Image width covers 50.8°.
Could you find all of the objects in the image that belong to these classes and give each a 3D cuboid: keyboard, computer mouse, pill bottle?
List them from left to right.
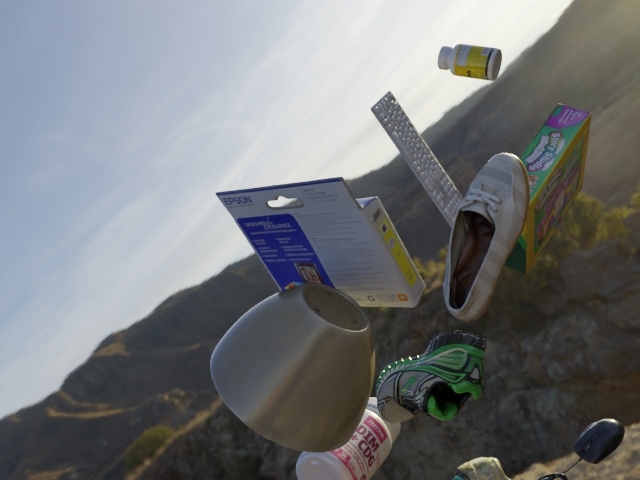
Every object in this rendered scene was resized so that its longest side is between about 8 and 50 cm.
[{"bbox_3d":[0.078,0.520,1.684,0.160,0.160,0.283,-44,-8,37],"label":"pill bottle"},{"bbox_3d":[0.171,-0.129,1.120,0.014,0.256,0.072,-26,16,40],"label":"keyboard"},{"bbox_3d":[0.296,-0.357,1.340,0.065,0.116,0.065,-39,-43,-48],"label":"pill bottle"},{"bbox_3d":[0.519,0.444,1.373,0.242,0.041,0.071,-38,37,-6],"label":"computer mouse"}]

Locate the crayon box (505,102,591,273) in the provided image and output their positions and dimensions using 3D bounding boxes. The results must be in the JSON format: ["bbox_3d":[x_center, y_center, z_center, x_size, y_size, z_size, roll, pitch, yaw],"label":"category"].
[{"bbox_3d":[0.610,-0.139,1.861,0.363,0.106,0.313,-51,-33,-21],"label":"crayon box"}]

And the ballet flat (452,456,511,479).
[{"bbox_3d":[0.382,0.571,1.269,0.123,0.348,0.123,-25,-23,-11],"label":"ballet flat"}]

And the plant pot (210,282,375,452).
[{"bbox_3d":[-0.018,0.185,1.145,0.190,0.284,0.284,-60,-9,21],"label":"plant pot"}]

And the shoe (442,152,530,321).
[{"bbox_3d":[0.201,-0.006,0.830,0.058,0.077,0.218,19,-94,-54],"label":"shoe"}]

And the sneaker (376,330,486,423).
[{"bbox_3d":[0.222,0.323,1.447,0.343,0.134,0.146,-51,21,48],"label":"sneaker"}]

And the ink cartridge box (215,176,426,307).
[{"bbox_3d":[0.000,0.000,1.250,0.304,0.307,0.072,-3,39,39],"label":"ink cartridge box"}]
